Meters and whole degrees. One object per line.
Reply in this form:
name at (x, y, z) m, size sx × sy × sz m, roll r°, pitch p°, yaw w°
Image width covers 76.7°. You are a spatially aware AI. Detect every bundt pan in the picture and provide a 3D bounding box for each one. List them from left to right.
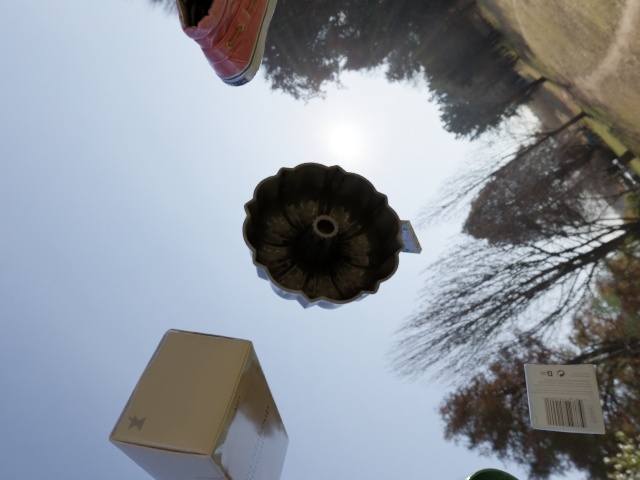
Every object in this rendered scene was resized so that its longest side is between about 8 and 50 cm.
bundt pan at (0.000, 0.000, 0.851) m, size 0.331 × 0.124 × 0.331 m, roll 5°, pitch -120°, yaw -9°

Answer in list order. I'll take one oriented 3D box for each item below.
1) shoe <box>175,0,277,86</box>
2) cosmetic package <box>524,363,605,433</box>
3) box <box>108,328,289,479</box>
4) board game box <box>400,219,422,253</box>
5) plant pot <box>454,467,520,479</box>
shoe at (-0.090, -0.253, 0.408) m, size 0.081 × 0.063 × 0.178 m, roll 41°, pitch -129°, yaw -62°
cosmetic package at (0.614, 0.398, 1.024) m, size 0.184 × 0.151 × 0.151 m, roll 35°, pitch -128°, yaw -54°
box at (-0.138, 0.273, 0.560) m, size 0.311 × 0.121 × 0.148 m, roll 82°, pitch -163°, yaw -44°
board game box at (0.297, -0.013, 1.468) m, size 0.026 × 0.103 × 0.154 m, roll -57°, pitch -48°, yaw -29°
plant pot at (0.232, 0.556, 0.653) m, size 0.293 × 0.235 × 0.293 m, roll 24°, pitch -137°, yaw -24°
